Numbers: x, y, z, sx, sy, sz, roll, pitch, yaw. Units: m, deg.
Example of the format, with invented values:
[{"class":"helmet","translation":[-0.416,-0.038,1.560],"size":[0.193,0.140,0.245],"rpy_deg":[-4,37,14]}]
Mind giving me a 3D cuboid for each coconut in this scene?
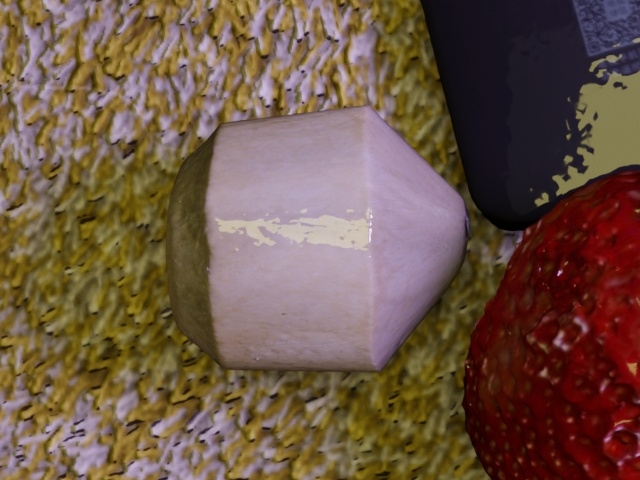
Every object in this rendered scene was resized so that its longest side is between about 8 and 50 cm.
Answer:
[{"class":"coconut","translation":[0.000,0.000,1.202],"size":[0.222,0.202,0.202],"rpy_deg":[-1,82,6]}]

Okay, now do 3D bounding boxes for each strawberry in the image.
[{"class":"strawberry","translation":[0.222,0.086,1.133],"size":[0.288,0.250,0.238],"rpy_deg":[-36,44,26]}]

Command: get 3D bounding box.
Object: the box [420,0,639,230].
[{"class":"box","translation":[0.231,-0.170,1.244],"size":[0.290,0.073,0.289],"rpy_deg":[-16,76,12]}]
